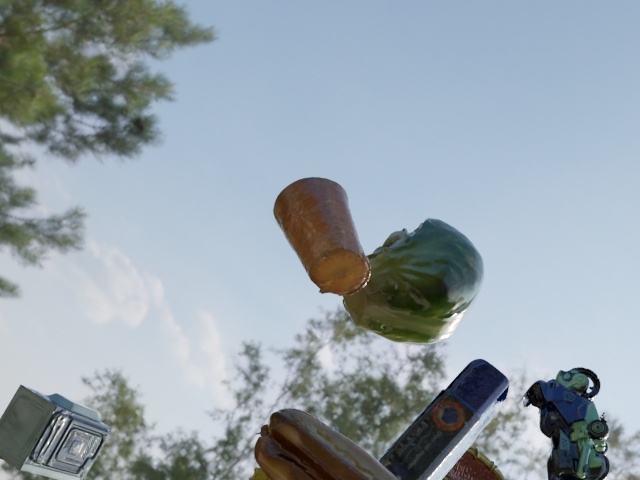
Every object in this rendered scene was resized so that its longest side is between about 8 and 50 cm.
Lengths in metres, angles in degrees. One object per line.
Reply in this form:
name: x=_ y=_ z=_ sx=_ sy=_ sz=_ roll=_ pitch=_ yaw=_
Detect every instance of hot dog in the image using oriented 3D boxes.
hot dog: x=0.030 y=0.365 z=1.225 sx=0.337 sy=0.100 sz=0.135 roll=31 pitch=-75 yaw=32

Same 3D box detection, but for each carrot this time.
carrot: x=0.000 y=0.000 z=1.885 sx=0.254 sy=0.196 sz=0.195 roll=-106 pitch=-173 yaw=-47

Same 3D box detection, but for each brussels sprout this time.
brussels sprout: x=0.246 y=0.109 z=2.088 sx=0.314 sy=0.371 sz=0.276 roll=57 pitch=-28 yaw=17

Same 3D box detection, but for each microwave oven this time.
microwave oven: x=-0.561 y=0.409 z=1.702 sx=0.123 sy=0.162 sz=0.208 roll=21 pitch=-15 yaw=27

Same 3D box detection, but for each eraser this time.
eraser: x=0.240 y=0.393 z=1.622 sx=0.102 sy=0.332 sz=0.155 roll=38 pitch=-23 yaw=27

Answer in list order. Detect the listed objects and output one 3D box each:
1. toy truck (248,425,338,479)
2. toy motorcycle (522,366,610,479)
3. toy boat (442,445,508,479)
toy truck: x=-0.054 y=0.488 z=1.762 sx=0.227 sy=0.114 sz=0.098 roll=-48 pitch=-143 yaw=29
toy motorcycle: x=0.599 y=0.453 z=1.991 sx=0.197 sy=0.331 sz=0.125 roll=-3 pitch=-42 yaw=14
toy boat: x=0.425 y=0.671 z=2.383 sx=0.318 sy=0.141 sz=0.099 roll=31 pitch=0 yaw=-17
